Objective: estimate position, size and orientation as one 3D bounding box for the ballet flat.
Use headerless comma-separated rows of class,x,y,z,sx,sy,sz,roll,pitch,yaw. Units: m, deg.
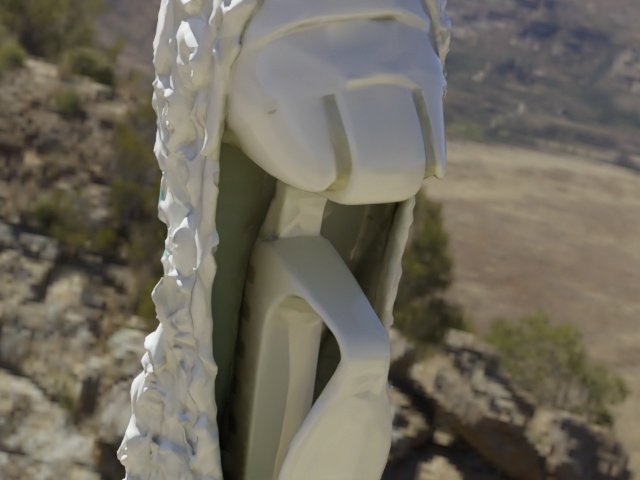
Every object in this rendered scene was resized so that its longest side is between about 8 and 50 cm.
ballet flat,0.000,0.000,0.673,0.147,0.409,0.147,6,16,-2
